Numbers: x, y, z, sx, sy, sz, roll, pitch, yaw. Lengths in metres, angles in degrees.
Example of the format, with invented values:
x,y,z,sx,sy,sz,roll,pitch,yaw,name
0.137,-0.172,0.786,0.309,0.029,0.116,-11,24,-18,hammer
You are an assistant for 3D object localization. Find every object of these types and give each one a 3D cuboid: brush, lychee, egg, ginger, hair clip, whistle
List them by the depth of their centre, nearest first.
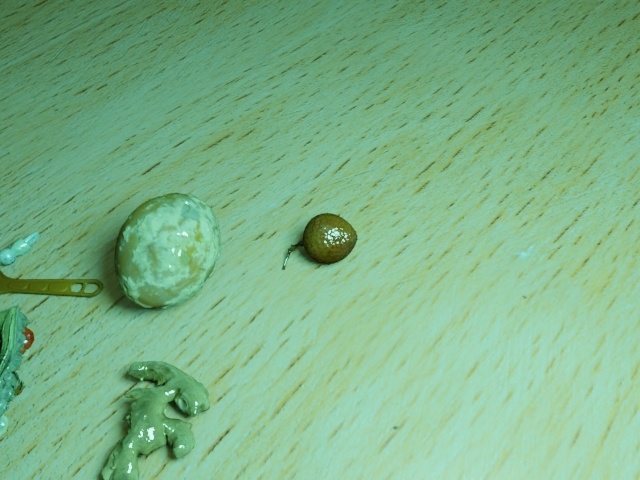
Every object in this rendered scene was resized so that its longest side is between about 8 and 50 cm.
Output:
x,y,z,sx,sy,sz,roll,pitch,yaw,name
-0.263,0.310,0.969,0.150,0.065,0.258,4,48,2,ginger
-0.548,0.262,0.999,0.138,0.091,0.321,-19,48,21,hair clip
-0.288,0.018,1.135,0.195,0.195,0.233,24,67,21,egg
0.004,-0.003,1.197,0.140,0.101,0.114,10,46,15,lychee
-0.585,0.091,1.198,0.315,0.017,0.090,1,52,3,brush
-0.626,0.017,1.248,0.035,0.035,0.100,27,55,23,whistle
